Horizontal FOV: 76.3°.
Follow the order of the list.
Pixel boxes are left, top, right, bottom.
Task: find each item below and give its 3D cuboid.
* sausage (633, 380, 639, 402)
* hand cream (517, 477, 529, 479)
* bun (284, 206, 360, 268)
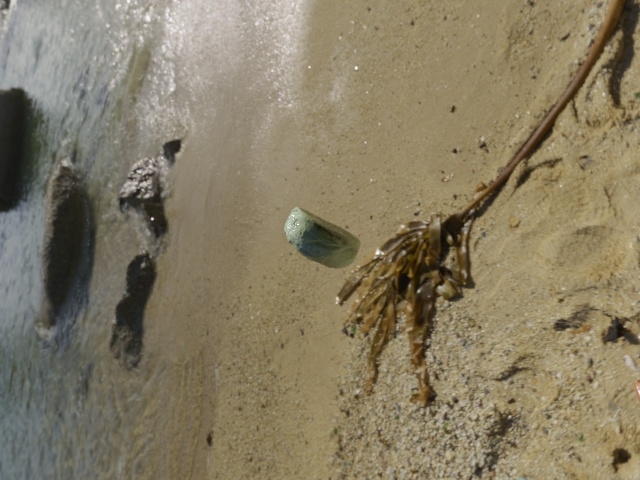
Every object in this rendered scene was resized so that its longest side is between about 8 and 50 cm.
[{"bbox_3d":[1.061,0.534,1.301,0.047,0.040,0.177,-37,32,26],"label":"sausage"},{"bbox_3d":[0.566,0.720,1.106,0.048,0.224,0.083,25,100,17],"label":"hand cream"},{"bbox_3d":[0.003,0.001,1.101,0.221,0.221,0.108,36,102,42],"label":"bun"}]
